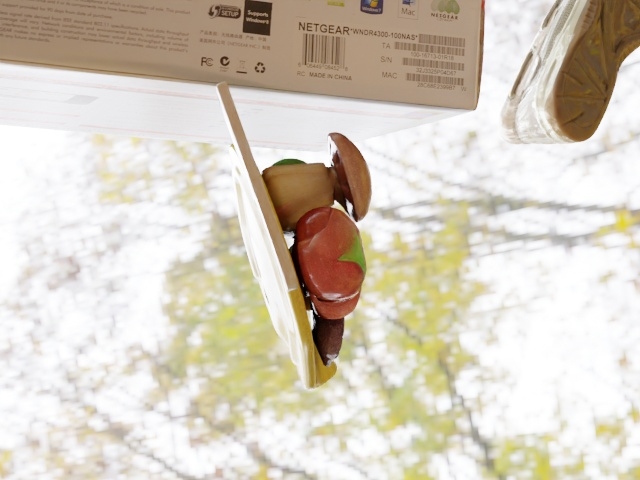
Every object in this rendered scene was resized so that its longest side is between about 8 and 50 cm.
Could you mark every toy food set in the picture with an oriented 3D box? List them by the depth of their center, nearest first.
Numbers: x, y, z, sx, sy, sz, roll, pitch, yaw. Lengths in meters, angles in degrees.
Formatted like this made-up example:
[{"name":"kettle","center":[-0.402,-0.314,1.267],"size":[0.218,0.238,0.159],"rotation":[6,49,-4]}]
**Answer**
[{"name":"toy food set","center":[0.000,0.000,0.996],"size":[0.071,0.218,0.128],"rotation":[-18,-111,-6]}]

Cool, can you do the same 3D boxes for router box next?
[{"name":"router box","center":[-0.105,-0.124,1.184],"size":[0.335,0.301,0.082],"rotation":[4,-94,-20]}]

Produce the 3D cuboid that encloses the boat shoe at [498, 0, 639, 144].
[{"name":"boat shoe","center":[0.273,-0.217,1.864],"size":[0.109,0.098,0.302],"rotation":[48,-125,-29]}]
